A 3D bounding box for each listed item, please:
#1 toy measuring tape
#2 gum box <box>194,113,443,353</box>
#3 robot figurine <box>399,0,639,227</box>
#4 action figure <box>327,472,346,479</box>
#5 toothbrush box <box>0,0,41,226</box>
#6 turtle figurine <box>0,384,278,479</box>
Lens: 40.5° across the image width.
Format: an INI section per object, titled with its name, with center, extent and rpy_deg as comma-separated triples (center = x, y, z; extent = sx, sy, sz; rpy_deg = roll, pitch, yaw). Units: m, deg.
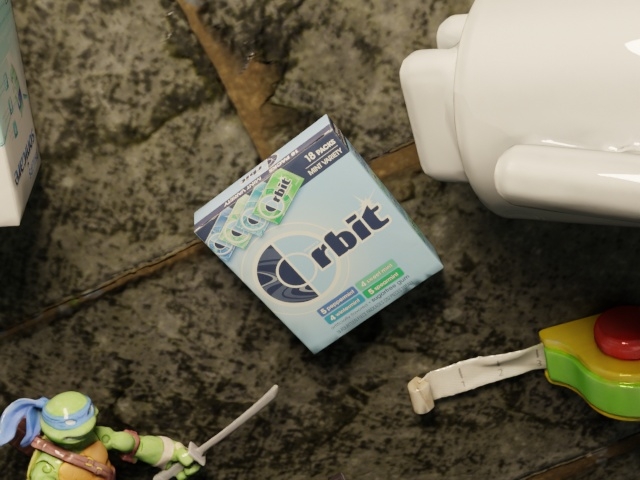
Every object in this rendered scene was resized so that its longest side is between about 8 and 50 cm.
[toy measuring tape]
center = 0.260, 0.144, 0.893
extent = 0.330, 0.121, 0.121
rpy_deg = -16, 120, 1
[gum box]
center = 0.000, 0.000, 0.817
extent = 0.157, 0.041, 0.184
rpy_deg = -36, 119, 13
[robot figurine]
center = 0.240, -0.109, 0.645
extent = 0.354, 0.300, 0.199
rpy_deg = 6, 131, 35
[action figure]
center = 0.066, 0.407, 1.030
extent = 0.185, 0.099, 0.285
rpy_deg = -34, 122, 3
[toothbrush box]
center = -0.343, -0.156, 0.634
extent = 0.217, 0.126, 0.295
rpy_deg = -5, 119, -6
[turtle figurine]
center = -0.194, 0.286, 0.865
extent = 0.275, 0.197, 0.266
rpy_deg = 7, 122, -7
